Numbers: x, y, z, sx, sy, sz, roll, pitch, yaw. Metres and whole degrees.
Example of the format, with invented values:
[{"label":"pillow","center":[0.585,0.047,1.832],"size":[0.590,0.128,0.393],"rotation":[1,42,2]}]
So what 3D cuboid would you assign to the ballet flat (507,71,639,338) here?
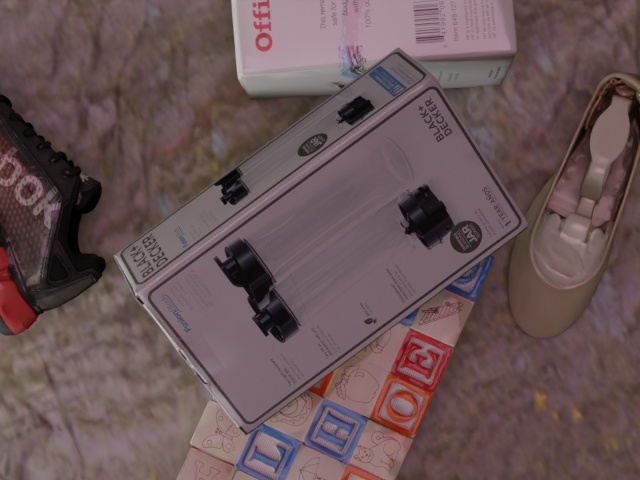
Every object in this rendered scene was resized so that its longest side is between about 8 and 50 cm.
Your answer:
[{"label":"ballet flat","center":[0.228,-0.034,1.678],"size":[0.086,0.086,0.248],"rotation":[21,86,3]}]

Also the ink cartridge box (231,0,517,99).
[{"label":"ink cartridge box","center":[0.041,-0.219,1.654],"size":[0.233,0.168,0.171],"rotation":[-4,86,1]}]

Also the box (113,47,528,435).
[{"label":"box","center":[0.000,0.000,1.552],"size":[0.290,0.087,0.169],"rotation":[-37,119,-2]}]

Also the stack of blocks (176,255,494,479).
[{"label":"stack of blocks","center":[0.012,0.116,1.666],"size":[0.171,0.087,0.297],"rotation":[25,86,4]}]

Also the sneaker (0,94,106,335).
[{"label":"sneaker","center":[-0.266,-0.063,1.684],"size":[0.135,0.097,0.276],"rotation":[-19,87,0]}]
